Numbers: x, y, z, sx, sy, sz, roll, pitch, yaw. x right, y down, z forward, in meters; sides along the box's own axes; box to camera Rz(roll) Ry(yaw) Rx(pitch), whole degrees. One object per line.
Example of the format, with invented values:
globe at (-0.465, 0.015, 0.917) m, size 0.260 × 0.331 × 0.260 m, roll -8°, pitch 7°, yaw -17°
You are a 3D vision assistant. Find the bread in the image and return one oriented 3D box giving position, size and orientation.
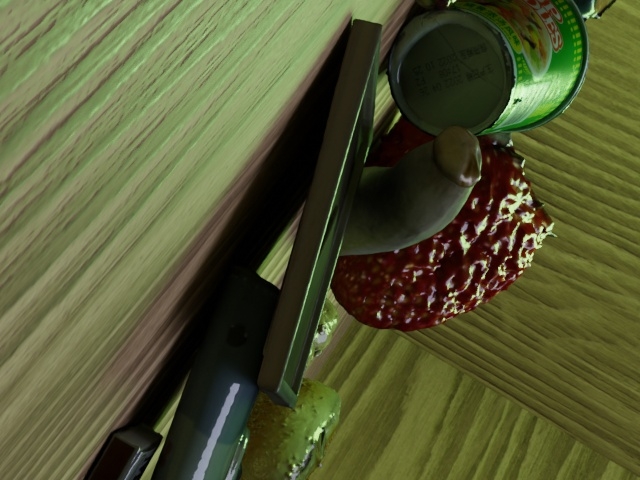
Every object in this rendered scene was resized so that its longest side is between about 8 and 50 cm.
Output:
bread at (-0.082, 0.340, 2.417) m, size 0.305 × 0.159 × 0.305 m, roll -56°, pitch 176°, yaw -6°

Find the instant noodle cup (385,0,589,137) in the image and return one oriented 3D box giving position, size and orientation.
instant noodle cup at (0.182, -0.200, 1.730) m, size 0.207 × 0.207 × 0.233 m, roll -62°, pitch 168°, yaw 23°

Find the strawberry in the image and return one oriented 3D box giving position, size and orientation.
strawberry at (0.130, -0.021, 2.080) m, size 0.343 × 0.292 × 0.292 m, roll -29°, pitch 163°, yaw -21°

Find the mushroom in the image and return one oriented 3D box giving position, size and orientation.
mushroom at (0.085, -0.043, 1.716) m, size 0.351 × 0.097 × 0.109 m, roll 158°, pitch -58°, yaw -64°

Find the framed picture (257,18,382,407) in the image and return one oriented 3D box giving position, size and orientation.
framed picture at (0.000, 0.000, 1.473) m, size 0.446 × 0.028 × 0.326 m, roll 86°, pitch 19°, yaw -81°

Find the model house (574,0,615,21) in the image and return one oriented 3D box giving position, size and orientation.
model house at (0.325, -0.450, 1.923) m, size 0.253 × 0.185 × 0.291 m, roll -42°, pitch 149°, yaw -54°

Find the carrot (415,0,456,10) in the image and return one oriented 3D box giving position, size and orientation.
carrot at (0.131, -0.290, 1.447) m, size 0.055 × 0.055 × 0.161 m, roll 108°, pitch 7°, yaw -69°

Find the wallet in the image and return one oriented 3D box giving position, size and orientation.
wallet at (-0.117, 0.209, 1.467) m, size 0.252 × 0.083 × 0.360 m, roll 89°, pitch 23°, yaw -82°

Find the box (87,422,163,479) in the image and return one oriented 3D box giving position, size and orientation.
box at (-0.203, 0.248, 1.354) m, size 0.177 × 0.036 × 0.115 m, roll -60°, pitch 177°, yaw 2°

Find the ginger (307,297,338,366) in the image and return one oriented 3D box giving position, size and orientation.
ginger at (-0.032, 0.133, 2.148) m, size 0.104 × 0.080 × 0.204 m, roll -33°, pitch -171°, yaw 34°
